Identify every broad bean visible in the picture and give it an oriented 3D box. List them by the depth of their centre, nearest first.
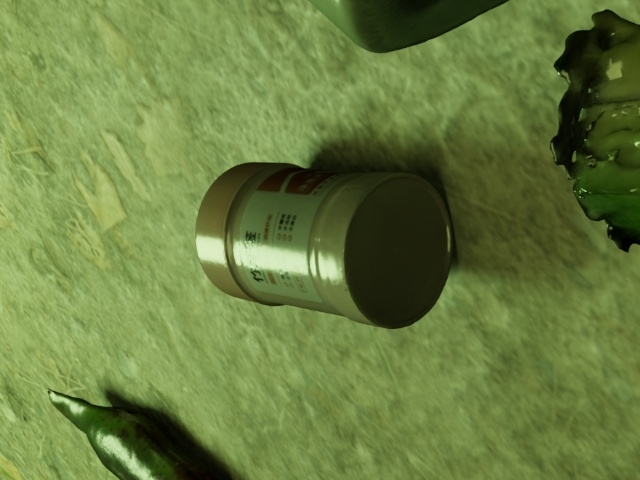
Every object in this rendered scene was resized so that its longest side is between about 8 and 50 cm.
[{"bbox_3d":[-0.157,0.224,1.113,0.339,0.061,0.077,32,146,35],"label":"broad bean"}]

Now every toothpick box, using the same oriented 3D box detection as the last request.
[{"bbox_3d":[0.000,0.000,0.749,0.149,0.098,0.098,8,118,47],"label":"toothpick box"}]

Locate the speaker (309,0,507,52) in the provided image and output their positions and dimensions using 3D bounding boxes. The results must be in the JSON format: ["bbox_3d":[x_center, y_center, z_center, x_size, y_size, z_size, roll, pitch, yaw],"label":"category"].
[{"bbox_3d":[0.024,-0.290,0.428,0.184,0.183,0.406,44,151,32],"label":"speaker"}]

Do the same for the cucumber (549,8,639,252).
[{"bbox_3d":[0.245,-0.042,0.365,0.325,0.145,0.105,-6,74,49],"label":"cucumber"}]
